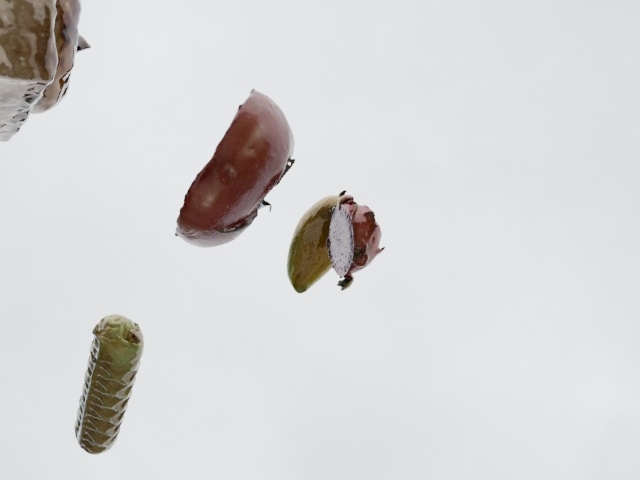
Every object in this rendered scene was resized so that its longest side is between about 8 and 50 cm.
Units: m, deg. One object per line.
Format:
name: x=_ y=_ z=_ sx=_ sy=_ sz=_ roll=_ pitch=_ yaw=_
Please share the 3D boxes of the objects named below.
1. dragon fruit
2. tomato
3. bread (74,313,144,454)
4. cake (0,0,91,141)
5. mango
dragon fruit: x=0.056 y=-0.003 z=1.169 sx=0.068 sy=0.126 sz=0.112 roll=0 pitch=-32 yaw=-21
tomato: x=-0.101 y=-0.082 z=1.080 sx=0.101 sy=0.228 sz=0.228 roll=30 pitch=-59 yaw=-4
bread: x=-0.347 y=0.243 z=1.304 sx=0.084 sy=0.077 sz=0.368 roll=28 pitch=-46 yaw=1
cake: x=-0.307 y=-0.183 z=0.619 sx=0.198 sy=0.293 sz=0.196 roll=-21 pitch=-109 yaw=52
mango: x=0.000 y=0.000 z=1.331 sx=0.101 sy=0.066 sz=0.187 roll=32 pitch=-92 yaw=25
